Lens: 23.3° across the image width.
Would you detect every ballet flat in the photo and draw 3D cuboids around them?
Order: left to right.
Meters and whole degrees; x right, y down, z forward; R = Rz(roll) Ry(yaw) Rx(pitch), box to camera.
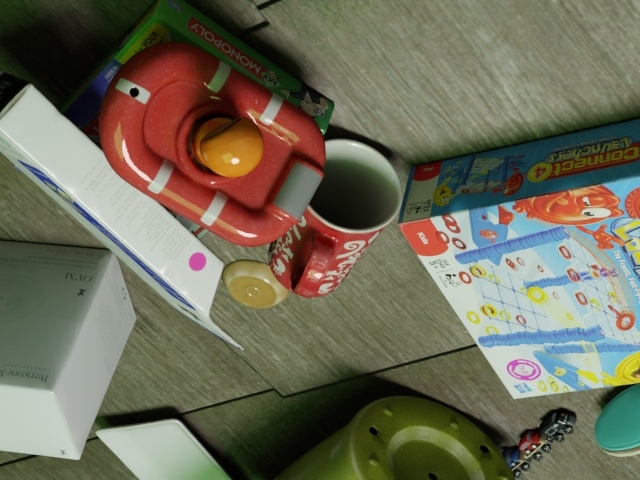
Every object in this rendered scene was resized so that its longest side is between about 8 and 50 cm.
[{"bbox_3d":[0.416,0.182,1.776,0.086,0.086,0.248,29,138,-14],"label":"ballet flat"}]

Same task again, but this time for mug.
[{"bbox_3d":[-0.005,-0.008,1.649,0.113,0.150,0.169,46,149,10],"label":"mug"}]

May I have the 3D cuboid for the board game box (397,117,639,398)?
[{"bbox_3d":[0.285,0.027,1.629,0.302,0.086,0.308,-11,133,30],"label":"board game box"}]

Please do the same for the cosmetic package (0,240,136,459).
[{"bbox_3d":[-0.370,0.125,1.866,0.224,0.224,0.138,4,139,14],"label":"cosmetic package"}]

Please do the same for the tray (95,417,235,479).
[{"bbox_3d":[-0.185,0.329,2.187,0.145,0.030,0.270,-12,132,29],"label":"tray"}]

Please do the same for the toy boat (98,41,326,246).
[{"bbox_3d":[-0.097,-0.093,1.478,0.231,0.151,0.151,30,175,-16],"label":"toy boat"}]

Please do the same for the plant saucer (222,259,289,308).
[{"bbox_3d":[-0.079,0.056,1.847,0.083,0.015,0.083,10,140,9],"label":"plant saucer"}]

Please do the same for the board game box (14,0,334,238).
[{"bbox_3d":[-0.163,-0.111,1.661,0.213,0.046,0.317,32,138,-19],"label":"board game box"}]

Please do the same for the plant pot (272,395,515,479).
[{"bbox_3d":[0.066,0.390,1.958,0.366,0.366,0.353,25,129,-9],"label":"plant pot"}]

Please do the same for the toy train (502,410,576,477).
[{"bbox_3d":[0.267,0.256,1.945,0.036,0.027,0.158,28,139,-8],"label":"toy train"}]

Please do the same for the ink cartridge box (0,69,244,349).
[{"bbox_3d":[-0.219,-0.034,1.615,0.371,0.069,0.176,47,168,-30],"label":"ink cartridge box"}]
